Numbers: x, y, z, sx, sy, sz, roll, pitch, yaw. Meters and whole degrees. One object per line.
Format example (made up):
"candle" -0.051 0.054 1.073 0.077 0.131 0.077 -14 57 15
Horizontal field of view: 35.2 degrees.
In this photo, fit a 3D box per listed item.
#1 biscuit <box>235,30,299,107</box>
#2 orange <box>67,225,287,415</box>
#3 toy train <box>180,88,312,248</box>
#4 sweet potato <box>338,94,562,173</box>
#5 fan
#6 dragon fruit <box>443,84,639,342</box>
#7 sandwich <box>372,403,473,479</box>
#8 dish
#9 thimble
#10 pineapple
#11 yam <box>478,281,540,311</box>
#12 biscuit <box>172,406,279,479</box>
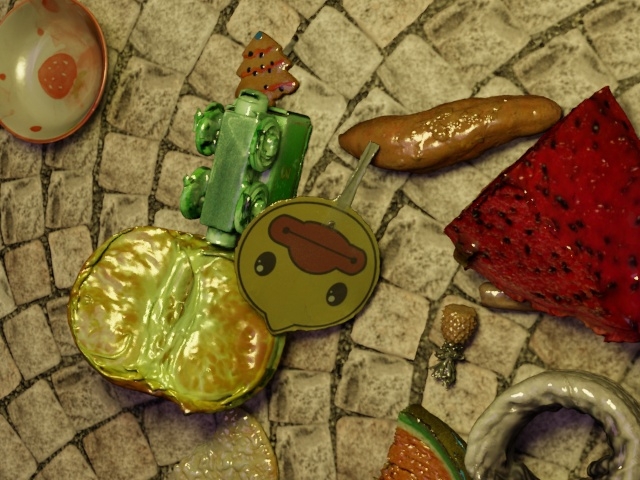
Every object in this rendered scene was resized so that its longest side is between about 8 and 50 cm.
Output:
"biscuit" -0.094 -0.278 1.648 0.119 0.019 0.130 -9 85 23
"orange" -0.216 0.118 1.593 0.334 0.196 0.262 12 95 6
"toy train" -0.113 -0.109 1.561 0.132 0.188 0.243 16 96 22
"sweet potato" 0.174 -0.151 1.486 0.354 0.106 0.095 -6 121 25
"fan" 0.000 0.000 1.505 0.229 0.011 0.335 23 104 -20
"dragon fruit" 0.324 0.005 1.341 0.302 0.240 0.330 -42 66 31
"sandwich" 0.179 0.369 1.495 0.235 0.079 0.159 48 117 21
"dish" -0.462 -0.295 1.777 0.260 0.085 0.260 -1 88 22
"thimble" 0.328 0.288 1.383 0.245 0.157 0.217 -24 77 21
"pineapple" 0.198 0.158 1.504 0.058 0.058 0.124 18 110 23
"yam" 0.355 0.081 1.431 0.264 0.046 0.046 1 90 24
"biscuit" -0.154 0.398 1.657 0.188 0.040 0.265 9 92 23
